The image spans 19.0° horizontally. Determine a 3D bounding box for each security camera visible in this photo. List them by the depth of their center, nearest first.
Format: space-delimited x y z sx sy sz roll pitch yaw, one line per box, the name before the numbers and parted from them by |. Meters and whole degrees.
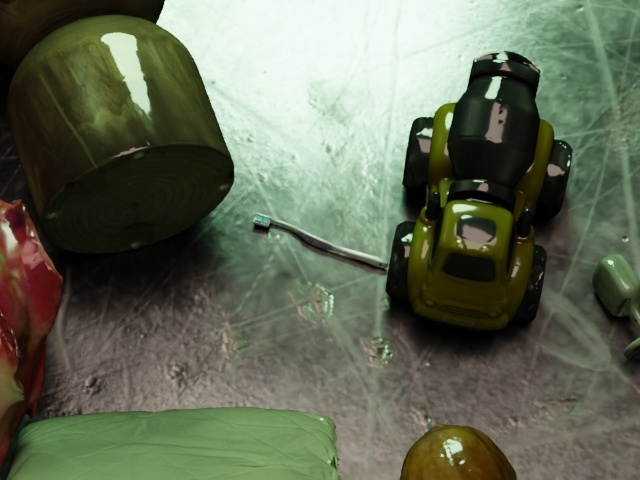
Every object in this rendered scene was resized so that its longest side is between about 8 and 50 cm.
security camera | 0.275 0.055 1.696 0.058 0.058 0.092 -20 68 -11

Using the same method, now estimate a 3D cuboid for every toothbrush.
toothbrush | 0.000 0.000 1.742 0.131 0.011 0.013 19 52 8

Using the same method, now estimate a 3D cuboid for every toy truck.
toy truck | 0.141 -0.042 1.680 0.147 0.165 0.224 12 64 4

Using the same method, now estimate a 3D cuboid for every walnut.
walnut | 0.123 0.248 1.568 0.116 0.116 0.207 -9 65 -6

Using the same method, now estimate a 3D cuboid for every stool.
stool | -0.199 -0.142 1.716 0.179 0.179 0.264 -16 66 -9

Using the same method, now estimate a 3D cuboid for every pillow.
pillow | -0.115 0.199 1.525 0.274 0.281 0.076 0 103 -4

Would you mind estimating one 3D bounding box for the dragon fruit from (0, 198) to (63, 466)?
dragon fruit | -0.345 0.075 1.534 0.249 0.386 0.371 19 80 -32
